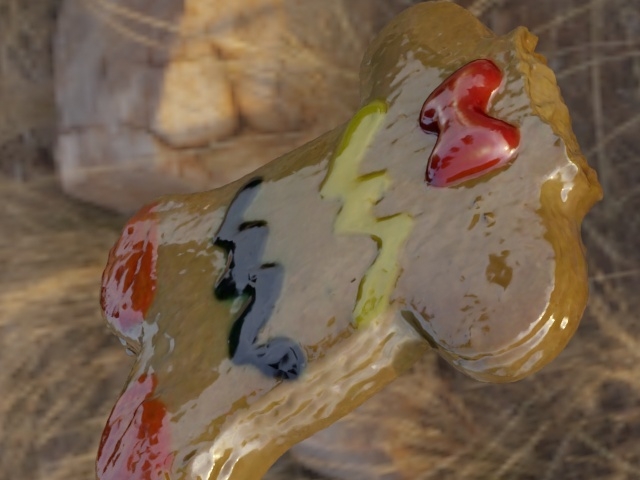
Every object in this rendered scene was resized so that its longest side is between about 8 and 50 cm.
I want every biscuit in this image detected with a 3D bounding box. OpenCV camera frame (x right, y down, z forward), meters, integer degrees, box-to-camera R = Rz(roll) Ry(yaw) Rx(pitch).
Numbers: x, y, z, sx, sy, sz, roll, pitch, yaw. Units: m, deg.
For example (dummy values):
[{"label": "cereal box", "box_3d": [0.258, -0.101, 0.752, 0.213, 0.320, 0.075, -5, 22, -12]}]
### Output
[{"label": "biscuit", "box_3d": [0.000, 0.000, 1.298, 0.394, 0.076, 0.368, -30, 39, 20]}]
